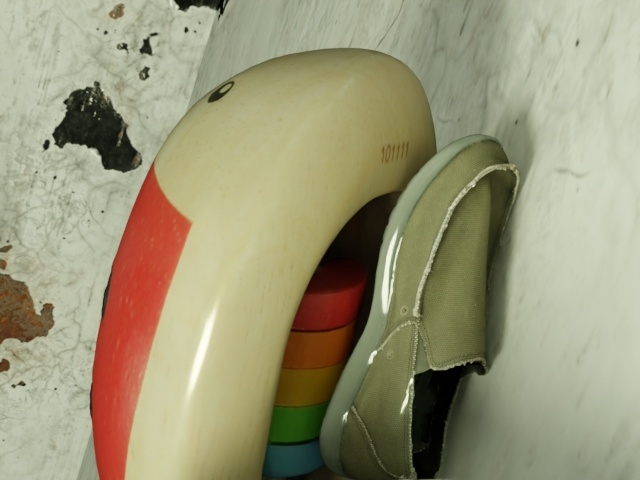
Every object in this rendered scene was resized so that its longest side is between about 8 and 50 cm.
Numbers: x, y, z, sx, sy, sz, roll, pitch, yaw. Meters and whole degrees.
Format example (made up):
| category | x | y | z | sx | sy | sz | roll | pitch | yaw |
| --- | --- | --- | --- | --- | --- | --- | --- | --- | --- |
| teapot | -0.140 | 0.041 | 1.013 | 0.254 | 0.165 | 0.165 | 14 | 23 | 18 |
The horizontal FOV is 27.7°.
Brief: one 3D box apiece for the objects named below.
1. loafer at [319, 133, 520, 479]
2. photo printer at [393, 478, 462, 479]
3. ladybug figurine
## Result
| category | x | y | z | sx | sy | sz | roll | pitch | yaw |
| --- | --- | --- | --- | --- | --- | --- | --- | --- | --- |
| loafer | 0.084 | 0.054 | 0.861 | 0.087 | 0.094 | 0.251 | 25 | 101 | 37 |
| photo printer | 0.014 | 0.200 | 0.636 | 0.307 | 0.256 | 0.107 | -173 | 76 | -75 |
| ladybug figurine | -0.049 | 0.071 | 0.924 | 0.305 | 0.162 | 0.449 | -20 | -53 | -58 |
